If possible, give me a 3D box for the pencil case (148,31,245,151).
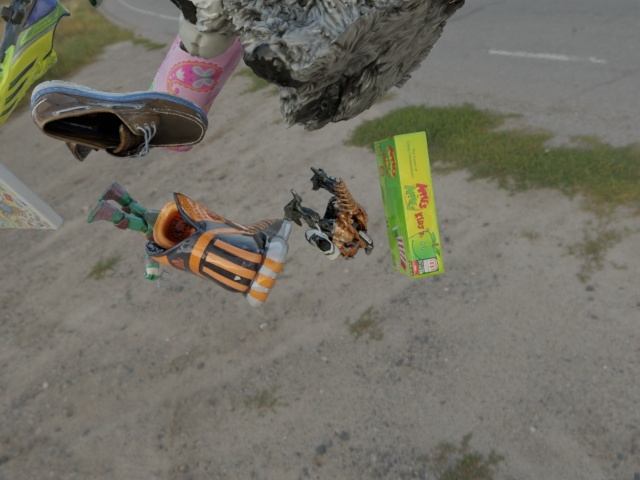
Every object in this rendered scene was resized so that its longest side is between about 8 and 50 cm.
[{"bbox_3d":[-0.206,-0.276,0.902,0.284,0.124,0.124,-48,15,33],"label":"pencil case"}]

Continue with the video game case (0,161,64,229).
[{"bbox_3d":[-0.573,-0.095,0.916,0.206,0.227,0.026,2,54,28],"label":"video game case"}]

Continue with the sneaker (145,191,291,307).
[{"bbox_3d":[-0.144,-0.007,0.817,0.180,0.124,0.321,26,0,-7],"label":"sneaker"}]

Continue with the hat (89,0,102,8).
[{"bbox_3d":[-0.361,-0.369,0.630,0.183,0.208,0.173,-6,-14,-9],"label":"hat"}]

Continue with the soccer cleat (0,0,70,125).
[{"bbox_3d":[-0.568,-0.338,1.066,0.093,0.289,0.121,26,5,31],"label":"soccer cleat"}]

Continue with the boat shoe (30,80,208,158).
[{"bbox_3d":[-0.208,-0.119,0.596,0.183,0.066,0.066,0,46,-26],"label":"boat shoe"}]

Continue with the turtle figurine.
[{"bbox_3d":[-0.339,-0.014,1.115,0.118,0.234,0.175,-47,24,8],"label":"turtle figurine"}]

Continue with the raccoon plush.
[{"bbox_3d":[0.025,-0.332,0.595,0.446,0.299,0.216,-35,-12,7],"label":"raccoon plush"}]

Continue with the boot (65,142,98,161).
[{"bbox_3d":[-0.422,-0.197,0.937,0.082,0.106,0.219,-54,17,5],"label":"boot"}]

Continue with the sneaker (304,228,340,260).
[{"bbox_3d":[0.000,0.000,0.961,0.083,0.037,0.032,36,84,35],"label":"sneaker"}]

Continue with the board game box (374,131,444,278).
[{"bbox_3d":[0.117,-0.047,0.740,0.043,0.181,0.092,-11,7,-10],"label":"board game box"}]

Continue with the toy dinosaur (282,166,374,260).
[{"bbox_3d":[0.045,-0.063,1.304,0.218,0.322,0.164,37,51,14],"label":"toy dinosaur"}]
